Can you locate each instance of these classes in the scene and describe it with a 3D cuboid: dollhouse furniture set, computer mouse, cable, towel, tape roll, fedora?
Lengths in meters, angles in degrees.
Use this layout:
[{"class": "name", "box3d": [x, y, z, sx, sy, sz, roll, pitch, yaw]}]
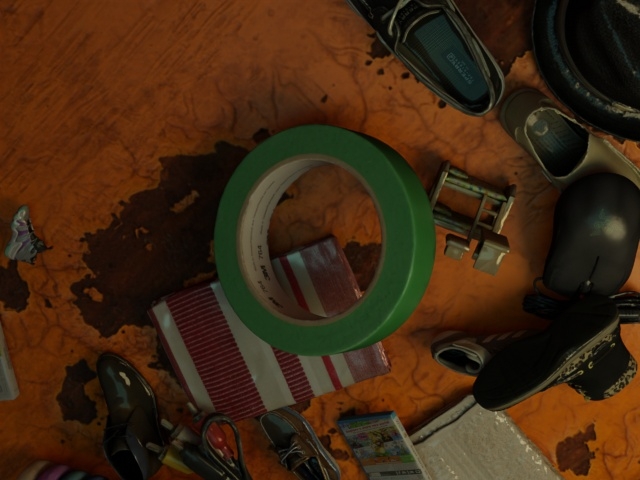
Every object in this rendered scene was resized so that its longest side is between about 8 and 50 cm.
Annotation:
[{"class": "dollhouse furniture set", "box3d": [0.175, -0.049, 1.267, 0.182, 0.161, 0.101, 20, 109, -1]}, {"class": "computer mouse", "box3d": [0.386, 0.030, 1.267, 0.189, 0.072, 0.272, 3, 130, 10]}, {"class": "cable", "box3d": [-0.135, 0.372, 1.454, 0.287, 0.072, 0.139, 43, 99, -14]}, {"class": "towel", "box3d": [-0.081, 0.150, 1.420, 0.329, 0.037, 0.237, -20, 100, 13]}, {"class": "towel", "box3d": [0.272, 0.380, 1.455, 0.187, 0.049, 0.282, -39, 100, 17]}, {"class": "tape roll", "box3d": [0.000, 0.000, 1.272, 0.321, 0.077, 0.321, 0, 89, 29]}, {"class": "fedora", "box3d": [0.445, -0.267, 1.170, 0.334, 0.152, 0.333, 2, 108, 6]}]

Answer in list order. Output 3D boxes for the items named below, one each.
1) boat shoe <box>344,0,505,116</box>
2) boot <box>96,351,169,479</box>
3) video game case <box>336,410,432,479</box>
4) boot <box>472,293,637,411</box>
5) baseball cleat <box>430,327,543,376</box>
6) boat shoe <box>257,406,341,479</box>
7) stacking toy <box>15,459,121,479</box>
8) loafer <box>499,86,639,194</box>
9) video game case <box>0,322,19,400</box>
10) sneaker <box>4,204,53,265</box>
[{"class": "boat shoe", "box3d": [0.131, -0.302, 1.211, 0.335, 0.119, 0.121, 43, 108, -8]}, {"class": "boot", "box3d": [-0.312, 0.292, 1.463, 0.082, 0.106, 0.219, -20, 105, 12]}, {"class": "video game case", "box3d": [0.108, 0.349, 1.451, 0.119, 0.015, 0.166, -17, 106, 43]}, {"class": "boot", "box3d": [0.351, 0.199, 1.320, 0.236, 0.085, 0.178, -37, 134, 4]}, {"class": "baseball cleat", "box3d": [0.269, 0.176, 1.357, 0.206, 0.109, 0.072, -2, 103, 5]}, {"class": "boat shoe", "box3d": [-0.034, 0.340, 1.467, 0.066, 0.066, 0.183, -42, 98, 18]}, {"class": "stacking toy", "box3d": [-0.332, 0.446, 1.472, 0.331, 0.141, 0.141, 4, 109, 16]}, {"class": "loafer", "box3d": [0.360, -0.104, 1.264, 0.269, 0.092, 0.102, 37, 108, -6]}, {"class": "video game case", "box3d": [-0.633, 0.178, 1.507, 0.227, 0.026, 0.206, -6, 107, 9]}, {"class": "sneaker", "box3d": [-0.451, -0.006, 1.422, 0.069, 0.038, 0.098, 21, 119, -2]}]
